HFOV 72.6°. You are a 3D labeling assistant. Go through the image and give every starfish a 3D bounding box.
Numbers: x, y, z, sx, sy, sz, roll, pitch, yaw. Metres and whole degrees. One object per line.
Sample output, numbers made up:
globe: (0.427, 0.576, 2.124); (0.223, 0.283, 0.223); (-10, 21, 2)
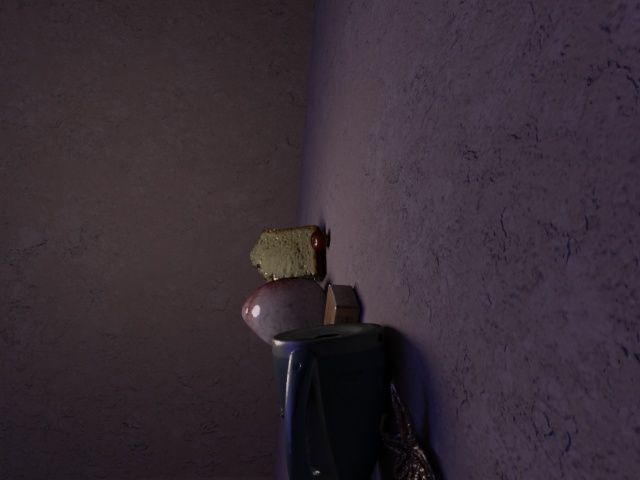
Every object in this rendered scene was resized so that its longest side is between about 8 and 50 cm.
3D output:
starfish: (0.152, 0.362, 0.742); (0.213, 0.057, 0.237); (172, 97, -73)

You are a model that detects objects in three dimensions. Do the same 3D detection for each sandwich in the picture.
sandwich: (-0.150, 0.077, 1.948); (0.131, 0.326, 0.261); (70, -165, -61)

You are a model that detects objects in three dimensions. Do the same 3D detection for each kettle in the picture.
kettle: (0.013, 0.365, 0.917); (0.320, 0.247, 0.341); (4, -101, -61)

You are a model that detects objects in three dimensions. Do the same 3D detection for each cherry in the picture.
cherry: (-0.115, 0.300, 1.704); (0.326, 0.335, 0.291); (59, 135, 33)

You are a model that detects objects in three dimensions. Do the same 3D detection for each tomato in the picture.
tomato: (0.000, 0.000, 1.829); (0.087, 0.075, 0.087); (180, 90, -66)

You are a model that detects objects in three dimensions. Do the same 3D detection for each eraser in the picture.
eraser: (0.052, 0.315, 1.331); (0.144, 0.078, 0.342); (-106, 20, -67)

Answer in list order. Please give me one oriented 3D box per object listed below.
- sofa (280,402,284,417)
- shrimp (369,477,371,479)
sofa: (-0.079, 0.677, 1.706); (0.210, 0.176, 0.225); (-102, 18, -60)
shrimp: (0.115, 0.525, 0.856); (0.233, 0.079, 0.090); (-155, 73, -86)
